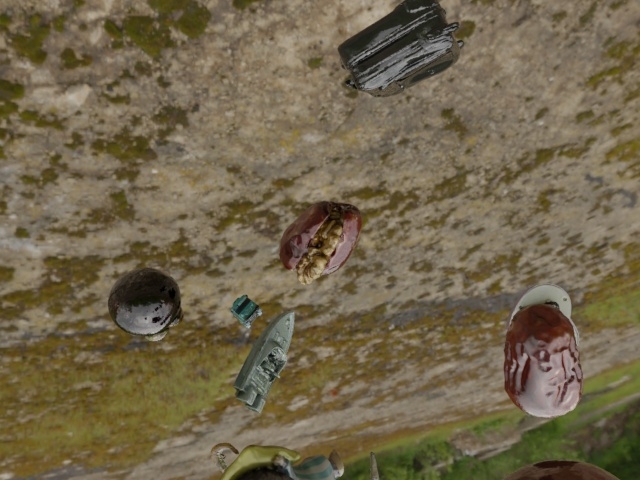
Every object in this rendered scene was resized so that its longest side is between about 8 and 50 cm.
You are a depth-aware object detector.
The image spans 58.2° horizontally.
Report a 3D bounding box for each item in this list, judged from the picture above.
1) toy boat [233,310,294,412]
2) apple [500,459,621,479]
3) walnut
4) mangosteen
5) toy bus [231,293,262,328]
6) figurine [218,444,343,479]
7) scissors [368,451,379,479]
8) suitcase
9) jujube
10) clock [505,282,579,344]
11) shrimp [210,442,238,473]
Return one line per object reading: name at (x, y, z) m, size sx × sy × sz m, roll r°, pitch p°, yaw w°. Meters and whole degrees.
toy boat at (-0.153, 0.350, 1.735) m, size 0.092 × 0.319 × 0.141 m, roll 9°, pitch 149°, yaw 29°
apple at (0.351, 0.454, 0.771) m, size 0.235 × 0.305 × 0.305 m, roll -19°, pitch 152°, yaw -15°
walnut at (0.000, 0.000, 1.794) m, size 0.222 × 0.244 × 0.269 m, roll 27°, pitch 121°, yaw -6°
mangosteen at (-0.497, 0.201, 1.671) m, size 0.211 × 0.211 × 0.250 m, roll -13°, pitch 127°, yaw -4°
toy bus at (-0.262, 0.247, 2.007) m, size 0.079 × 0.092 × 0.160 m, roll -49°, pitch 175°, yaw -15°
figurine at (-0.054, 0.690, 1.327) m, size 0.361 × 0.377 × 0.266 m, roll 5°, pitch 120°, yaw -33°
scissors at (0.116, 0.519, 1.237) m, size 0.021 × 0.110 × 0.212 m, roll -49°, pitch -174°, yaw 8°
suitcase at (0.225, -0.537, 1.630) m, size 0.339 × 0.188 × 0.345 m, roll -26°, pitch -178°, yaw 18°
jujube at (0.434, 0.236, 1.124) m, size 0.155 × 0.155 × 0.230 m, roll -14°, pitch 121°, yaw -1°
clock at (0.565, 0.212, 1.470) m, size 0.172 × 0.198 × 0.064 m, roll -10°, pitch 173°, yaw 1°
shrimp at (-0.261, 0.625, 1.628) m, size 0.083 × 0.114 × 0.023 m, roll -28°, pitch 180°, yaw 12°
